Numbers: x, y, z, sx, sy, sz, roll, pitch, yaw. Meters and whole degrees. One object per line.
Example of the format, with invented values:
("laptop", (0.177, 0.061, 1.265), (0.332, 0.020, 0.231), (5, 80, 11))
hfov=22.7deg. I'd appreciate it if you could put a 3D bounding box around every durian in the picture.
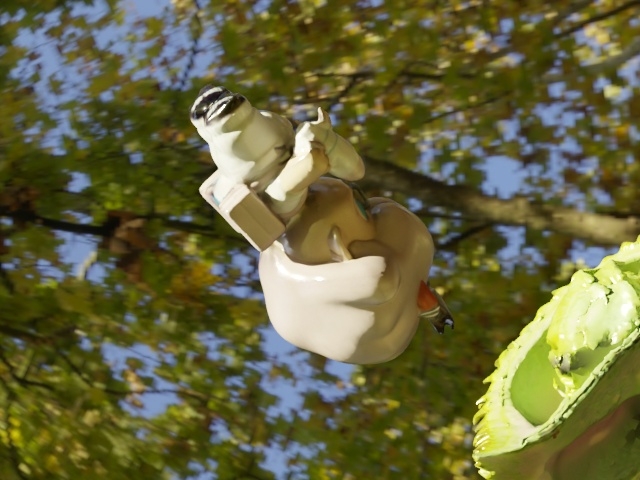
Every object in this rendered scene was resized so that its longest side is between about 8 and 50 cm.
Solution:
("durian", (0.247, 0.083, 1.205), (0.157, 0.169, 0.355), (43, -109, 4))

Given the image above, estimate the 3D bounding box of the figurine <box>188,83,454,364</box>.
("figurine", (0.000, 0.000, 0.965), (0.112, 0.137, 0.229), (-45, -64, -12))
